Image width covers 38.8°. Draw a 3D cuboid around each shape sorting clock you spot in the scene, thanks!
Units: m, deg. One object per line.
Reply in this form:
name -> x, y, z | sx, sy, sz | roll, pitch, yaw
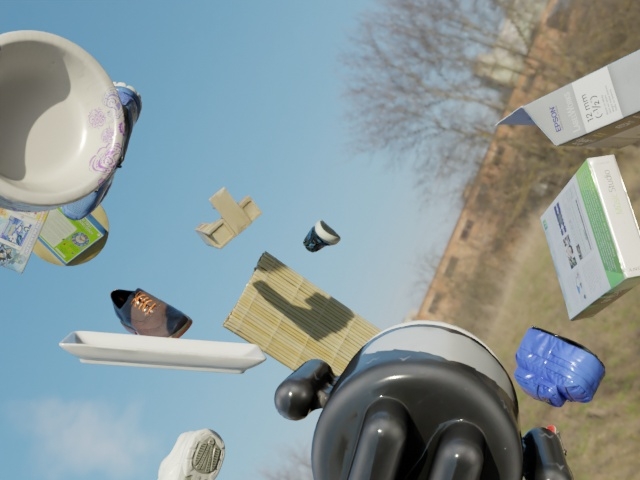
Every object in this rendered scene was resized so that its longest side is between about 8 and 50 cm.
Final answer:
shape sorting clock -> -0.627, -0.033, 2.244 | 0.040, 0.206, 0.206 | -105, 31, -65

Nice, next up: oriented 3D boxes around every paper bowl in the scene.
paper bowl -> -0.476, -0.187, 1.485 | 0.148, 0.284, 0.284 | -10, 46, 55

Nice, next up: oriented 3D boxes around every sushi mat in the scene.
sushi mat -> -0.015, 0.161, 1.592 | 0.019, 0.316, 0.151 | -7, 53, 57

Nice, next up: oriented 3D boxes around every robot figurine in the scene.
robot figurine -> 0.087, 0.163, 0.783 | 0.173, 0.209, 0.278 | -35, 0, 13

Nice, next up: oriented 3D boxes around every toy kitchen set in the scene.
toy kitchen set -> -0.147, -0.042, 1.349 | 0.083, 0.068, 0.075 | -42, 18, -15

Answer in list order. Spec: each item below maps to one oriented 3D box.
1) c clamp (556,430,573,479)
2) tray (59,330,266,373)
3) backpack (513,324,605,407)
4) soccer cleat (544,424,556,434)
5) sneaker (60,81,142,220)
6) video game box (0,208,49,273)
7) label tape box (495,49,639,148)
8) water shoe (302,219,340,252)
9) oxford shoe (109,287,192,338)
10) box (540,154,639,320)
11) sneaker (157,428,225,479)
c clamp -> 0.532, 0.537, 2.058 | 0.160, 0.022, 0.137 | -46, -65, -44
tray -> -0.215, 0.156, 1.255 | 0.145, 0.270, 0.030 | -168, 83, -82
backpack -> 0.369, 0.204, 1.396 | 0.098, 0.120, 0.101 | 40, -108, -48
soccer cleat -> 0.364, 0.337, 1.457 | 0.029, 0.035, 0.083 | 16, 88, 67
sneaker -> -0.497, -0.183, 1.988 | 0.330, 0.130, 0.147 | -62, 15, 21
video game box -> -0.611, -0.064, 1.711 | 0.187, 0.048, 0.205 | 26, -96, -34
label tape box -> 0.551, -0.244, 1.737 | 0.249, 0.115, 0.348 | -4, -16, -45
water shoe -> 0.000, 0.000, 2.236 | 0.080, 0.073, 0.203 | -50, 1, 2
oxford shoe -> -0.385, 0.164, 2.013 | 0.097, 0.271, 0.098 | -50, -56, -28
box -> 0.516, 0.004, 1.737 | 0.322, 0.058, 0.232 | 94, 165, -72
sneaker -> -0.244, 0.434, 1.556 | 0.115, 0.090, 0.232 | -9, 51, 55
